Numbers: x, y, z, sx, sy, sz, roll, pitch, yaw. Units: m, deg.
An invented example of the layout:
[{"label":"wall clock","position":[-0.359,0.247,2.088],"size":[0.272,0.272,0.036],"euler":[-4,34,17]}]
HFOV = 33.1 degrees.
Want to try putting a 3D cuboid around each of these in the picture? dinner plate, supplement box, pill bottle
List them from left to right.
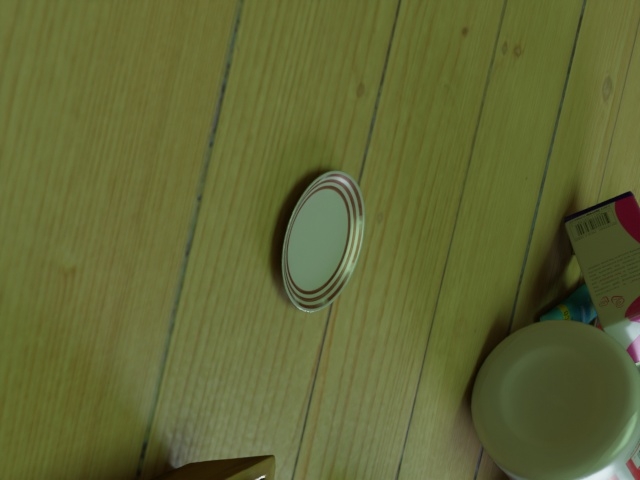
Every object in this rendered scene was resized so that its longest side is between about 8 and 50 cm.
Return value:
[{"label":"dinner plate","position":[0.000,0.000,1.048],"size":[0.141,0.017,0.141],"euler":[-26,122,-51]},{"label":"pill bottle","position":[0.380,0.290,1.552],"size":[0.229,0.229,0.407],"euler":[-65,147,-17]},{"label":"supplement box","position":[0.446,0.055,1.562],"size":[0.114,0.111,0.220],"euler":[53,21,-40]}]

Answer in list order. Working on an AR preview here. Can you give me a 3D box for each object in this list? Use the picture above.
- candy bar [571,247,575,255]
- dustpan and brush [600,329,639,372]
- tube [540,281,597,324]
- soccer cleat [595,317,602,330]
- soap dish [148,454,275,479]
[{"label":"candy bar","position":[0.439,-0.010,1.727],"size":[0.161,0.018,0.040],"euler":[-19,121,-54]},{"label":"dustpan and brush","position":[0.474,0.175,1.631],"size":[0.060,0.211,0.147],"euler":[-39,133,-1]},{"label":"tube","position":[0.395,0.116,1.686],"size":[0.207,0.052,0.080],"euler":[-29,114,-44]},{"label":"soccer cleat","position":[0.505,0.127,1.830],"size":[0.095,0.083,0.248],"euler":[-29,123,-55]},{"label":"soap dish","position":[-0.135,0.332,0.871],"size":[0.229,0.118,0.290],"euler":[-13,112,-55]}]
